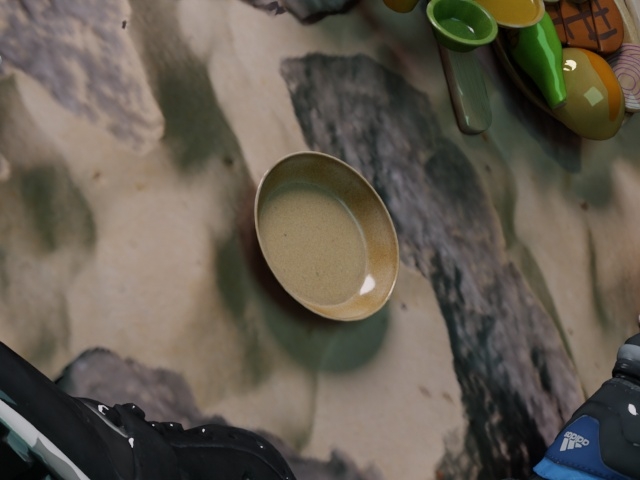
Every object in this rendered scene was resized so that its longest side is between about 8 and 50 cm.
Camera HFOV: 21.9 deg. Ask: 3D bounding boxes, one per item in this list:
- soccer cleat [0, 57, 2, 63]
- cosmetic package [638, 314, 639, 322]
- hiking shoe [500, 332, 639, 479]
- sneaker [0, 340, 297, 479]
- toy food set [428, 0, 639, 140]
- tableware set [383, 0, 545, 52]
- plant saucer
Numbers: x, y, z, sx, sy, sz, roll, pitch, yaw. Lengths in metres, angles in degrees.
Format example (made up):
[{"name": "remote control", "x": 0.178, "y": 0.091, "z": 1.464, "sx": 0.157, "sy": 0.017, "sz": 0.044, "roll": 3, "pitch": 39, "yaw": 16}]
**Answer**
[{"name": "soccer cleat", "x": -0.171, "y": -0.002, "z": 0.590, "sx": 0.083, "sy": 0.095, "sz": 0.248, "roll": 17, "pitch": 76, "yaw": -57}, {"name": "cosmetic package", "x": 0.341, "y": 0.034, "z": 0.919, "sx": 0.296, "sy": 0.153, "sz": 0.129, "roll": 4, "pitch": 38, "yaw": -40}, {"name": "hiking shoe", "x": 0.198, "y": 0.188, "z": 0.801, "sx": 0.132, "sy": 0.113, "sz": 0.304, "roll": -40, "pitch": 106, "yaw": -13}, {"name": "sneaker", "x": -0.068, "y": 0.105, "z": 0.588, "sx": 0.283, "sy": 0.107, "sz": 0.124, "roll": 55, "pitch": 32, "yaw": -33}, {"name": "toy food set", "x": 0.144, "y": -0.116, "z": 0.922, "sx": 0.192, "sy": 0.038, "sz": 0.132, "roll": -2, "pitch": 71, "yaw": -40}, {"name": "tableware set", "x": 0.080, "y": -0.152, "z": 0.866, "sx": 0.104, "sy": 0.024, "sz": 0.154, "roll": 36, "pitch": 45, "yaw": 13}, {"name": "plant saucer", "x": 0.000, "y": 0.000, "z": 0.763, "sx": 0.083, "sy": 0.015, "sz": 0.083, "roll": 18, "pitch": 59, "yaw": -33}]
